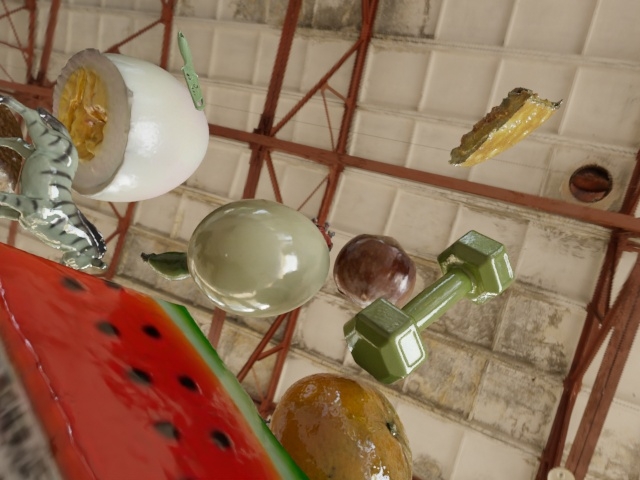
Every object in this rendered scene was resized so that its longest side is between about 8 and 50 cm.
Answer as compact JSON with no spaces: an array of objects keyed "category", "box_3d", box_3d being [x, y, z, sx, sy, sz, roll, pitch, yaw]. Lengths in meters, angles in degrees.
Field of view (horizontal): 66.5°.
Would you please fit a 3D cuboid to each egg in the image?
[{"category":"egg","box_3d":[-0.449,-0.274,1.256,0.354,0.340,0.354,2,-87,34]},{"category":"egg","box_3d":[-0.091,0.029,0.771,0.186,0.241,0.186,-11,-106,43]}]

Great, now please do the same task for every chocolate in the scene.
[{"category":"chocolate","box_3d":[-0.184,0.189,0.447,0.161,0.341,0.360,-45,-117,0]}]

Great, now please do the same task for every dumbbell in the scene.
[{"category":"dumbbell","box_3d":[0.172,0.092,0.742,0.108,0.302,0.121,-2,-67,55]}]

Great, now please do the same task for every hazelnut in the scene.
[{"category":"hazelnut","box_3d":[0.100,0.061,0.896,0.154,0.143,0.143,32,-75,-10]}]

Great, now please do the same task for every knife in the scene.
[{"category":"knife","box_3d":[-0.239,-0.311,0.883,0.014,0.030,0.207,-39,-121,34]}]

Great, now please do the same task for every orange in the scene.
[{"category":"orange","box_3d":[0.033,0.300,0.685,0.171,0.240,0.240,-30,-102,21]}]

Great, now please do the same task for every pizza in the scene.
[{"category":"pizza","box_3d":[0.391,-0.250,1.025,0.292,0.197,0.058,-30,-112,-5]}]

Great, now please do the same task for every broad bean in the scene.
[{"category":"broad bean","box_3d":[-0.265,0.050,0.972,0.213,0.048,0.070,9,-98,19]}]

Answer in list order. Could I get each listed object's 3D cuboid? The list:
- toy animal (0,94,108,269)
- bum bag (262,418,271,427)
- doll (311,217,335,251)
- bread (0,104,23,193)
[{"category":"toy animal","box_3d":[-0.360,-0.066,0.644,0.073,0.176,0.217,-8,-106,53]},{"category":"bum bag","box_3d":[-0.145,0.422,1.116,0.124,0.034,0.058,-6,-53,40]},{"category":"doll","box_3d":[-0.001,0.001,0.896,0.039,0.057,0.114,-29,-145,20]},{"category":"bread","box_3d":[-0.590,-0.248,0.698,0.113,0.416,0.165,-15,-128,-2]}]
